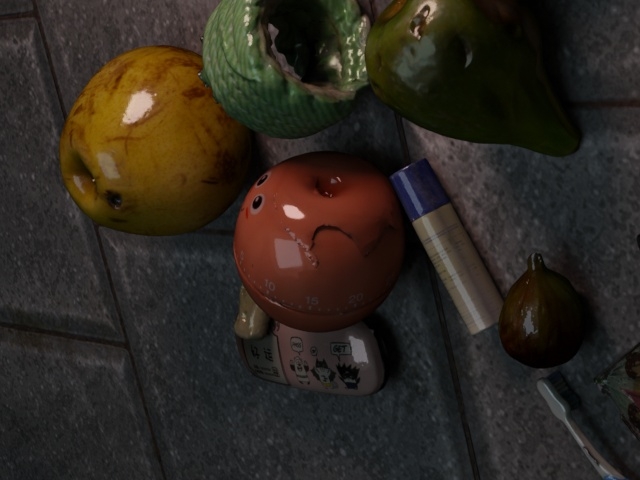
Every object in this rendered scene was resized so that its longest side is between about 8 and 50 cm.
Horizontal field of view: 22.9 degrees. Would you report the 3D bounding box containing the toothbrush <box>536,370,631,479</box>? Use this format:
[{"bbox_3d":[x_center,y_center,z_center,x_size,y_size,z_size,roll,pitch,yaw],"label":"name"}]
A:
[{"bbox_3d":[0.389,0.326,1.956,0.386,0.040,0.040,55,141,12],"label":"toothbrush"}]

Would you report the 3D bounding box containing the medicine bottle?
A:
[{"bbox_3d":[0.165,0.008,2.028,0.059,0.059,0.231,-32,85,52],"label":"medicine bottle"}]

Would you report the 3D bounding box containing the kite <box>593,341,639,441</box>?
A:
[{"bbox_3d":[0.430,0.198,1.860,0.267,0.013,0.323,14,121,47],"label":"kite"}]

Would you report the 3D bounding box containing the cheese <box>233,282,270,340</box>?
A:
[{"bbox_3d":[-0.085,0.051,2.301,0.065,0.043,0.194,21,100,45],"label":"cheese"}]

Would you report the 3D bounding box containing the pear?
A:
[{"bbox_3d":[-0.233,-0.137,2.255,0.280,0.280,0.281,26,128,39],"label":"pear"}]

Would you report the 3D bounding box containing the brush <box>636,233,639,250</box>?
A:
[{"bbox_3d":[0.423,-0.006,1.750,0.193,0.016,0.063,-32,85,53],"label":"brush"}]

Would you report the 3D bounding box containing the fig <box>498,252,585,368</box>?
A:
[{"bbox_3d":[0.265,0.081,1.917,0.109,0.103,0.155,-3,117,27],"label":"fig"}]

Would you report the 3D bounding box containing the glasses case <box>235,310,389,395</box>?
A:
[{"bbox_3d":[-0.017,0.157,2.310,0.314,0.075,0.122,5,108,49],"label":"glasses case"}]

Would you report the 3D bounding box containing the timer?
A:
[{"bbox_3d":[0.000,0.000,2.081,0.229,0.229,0.215,43,140,26],"label":"timer"}]

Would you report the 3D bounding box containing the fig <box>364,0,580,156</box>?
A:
[{"bbox_3d":[0.188,-0.182,1.826,0.275,0.206,0.206,44,144,-12],"label":"fig"}]

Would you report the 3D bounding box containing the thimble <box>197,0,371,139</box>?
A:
[{"bbox_3d":[-0.039,-0.238,2.019,0.150,0.219,0.219,-24,90,54],"label":"thimble"}]
